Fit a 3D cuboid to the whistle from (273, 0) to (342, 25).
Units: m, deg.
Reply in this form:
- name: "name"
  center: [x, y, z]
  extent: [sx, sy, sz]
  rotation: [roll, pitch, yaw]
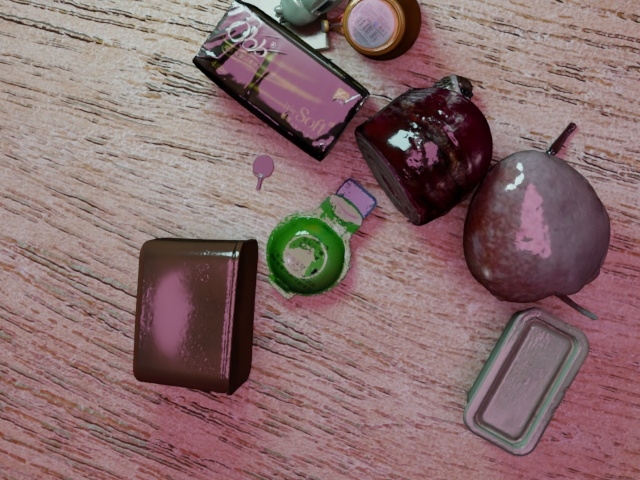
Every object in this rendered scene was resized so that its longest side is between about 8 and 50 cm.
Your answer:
- name: "whistle"
  center: [-0.007, -0.556, 1.785]
  extent: [0.253, 0.102, 0.106]
  rotation: [-27, 102, 39]

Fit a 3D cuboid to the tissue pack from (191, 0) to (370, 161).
- name: "tissue pack"
  center: [-0.087, -0.361, 1.802]
  extent: [0.370, 0.210, 0.198]
  rotation: [36, 105, -4]

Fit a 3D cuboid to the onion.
- name: "onion"
  center: [0.235, -0.204, 1.742]
  extent: [0.260, 0.337, 0.282]
  rotation: [-39, 84, -2]

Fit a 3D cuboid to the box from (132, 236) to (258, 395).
- name: "box"
  center: [-0.282, 0.161, 1.833]
  extent: [0.229, 0.239, 0.340]
  rotation: [4, 93, 5]

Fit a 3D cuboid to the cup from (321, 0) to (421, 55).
- name: "cup"
  center: [0.106, -0.482, 1.776]
  extent: [0.226, 0.264, 0.183]
  rotation: [-3, 106, 10]

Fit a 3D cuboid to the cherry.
- name: "cherry"
  center: [0.478, -0.027, 1.749]
  extent: [0.326, 0.291, 0.335]
  rotation: [5, 101, -14]

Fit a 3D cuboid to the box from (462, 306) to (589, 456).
- name: "box"
  center: [0.453, 0.304, 1.825]
  extent: [0.175, 0.182, 0.312]
  rotation: [28, 94, 1]

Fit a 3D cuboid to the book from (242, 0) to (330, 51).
- name: "book"
  center: [-0.099, -0.593, 1.894]
  extent: [0.216, 0.021, 0.311]
  rotation: [-6, 92, 3]

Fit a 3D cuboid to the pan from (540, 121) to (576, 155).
- name: "pan"
  center: [0.529, -0.189, 1.869]
  extent: [0.115, 0.040, 0.212]
  rotation: [40, 95, -5]

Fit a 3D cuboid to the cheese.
- name: "cheese"
  center: [0.000, 0.000, 1.885]
  extent: [0.204, 0.083, 0.320]
  rotation: [41, 96, 3]

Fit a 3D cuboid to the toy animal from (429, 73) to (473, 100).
- name: "toy animal"
  center: [0.288, -0.343, 1.853]
  extent: [0.137, 0.098, 0.098]
  rotation: [26, 94, 23]

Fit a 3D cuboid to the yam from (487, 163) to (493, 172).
- name: "yam"
  center: [0.391, -0.176, 1.886]
  extent: [0.116, 0.021, 0.021]
  rotation: [43, 94, -1]

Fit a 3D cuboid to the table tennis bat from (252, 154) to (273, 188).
- name: "table tennis bat"
  center: [-0.141, -0.164, 1.923]
  extent: [0.050, 0.007, 0.083]
  rotation: [13, 92, 2]
